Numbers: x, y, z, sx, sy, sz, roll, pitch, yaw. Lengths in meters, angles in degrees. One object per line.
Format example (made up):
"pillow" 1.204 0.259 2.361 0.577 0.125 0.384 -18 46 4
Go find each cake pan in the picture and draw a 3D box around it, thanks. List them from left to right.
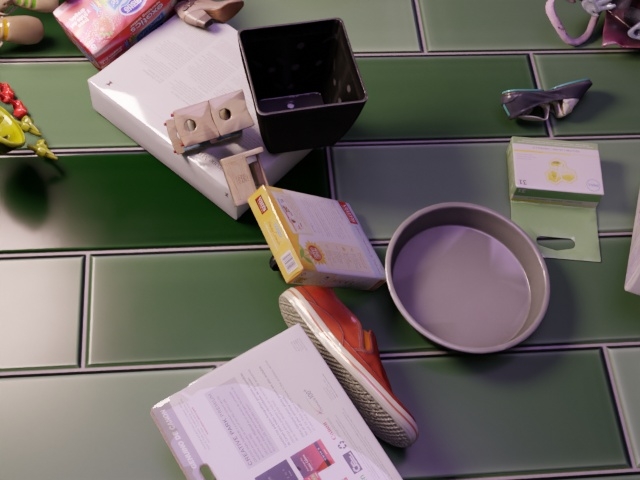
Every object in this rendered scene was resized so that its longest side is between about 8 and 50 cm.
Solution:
"cake pan" 0.251 0.070 1.675 0.293 0.054 0.293 4 60 -8

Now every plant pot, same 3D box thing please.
"plant pot" -0.040 -0.256 1.681 0.188 0.167 0.188 -9 62 -11

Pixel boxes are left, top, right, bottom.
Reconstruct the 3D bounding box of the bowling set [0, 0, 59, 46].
"bowling set" -0.565 -0.503 1.775 0.154 0.200 0.287 -5 100 -35

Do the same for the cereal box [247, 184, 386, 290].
"cereal box" 0.000 0.000 1.628 0.240 0.047 0.173 10 46 -51

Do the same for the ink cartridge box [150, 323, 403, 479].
"ink cartridge box" -0.069 0.331 1.462 0.272 0.130 0.309 -27 65 -17

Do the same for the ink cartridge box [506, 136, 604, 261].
"ink cartridge box" 0.439 -0.080 1.791 0.171 0.056 0.235 5 57 -3

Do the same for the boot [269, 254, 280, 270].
"boot" -0.062 -0.008 1.711 0.121 0.045 0.099 -27 67 -26

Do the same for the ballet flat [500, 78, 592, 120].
"ballet flat" 0.451 -0.273 1.902 0.203 0.074 0.074 -11 61 -18

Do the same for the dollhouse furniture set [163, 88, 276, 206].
"dollhouse furniture set" -0.175 -0.145 1.652 0.129 0.129 0.183 -19 94 -14

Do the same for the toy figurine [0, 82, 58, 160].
"toy figurine" -0.677 -0.213 1.757 0.217 0.191 0.362 -42 66 6

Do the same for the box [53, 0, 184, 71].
"box" -0.369 -0.456 1.854 0.257 0.128 0.122 -43 83 -8

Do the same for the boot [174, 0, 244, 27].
"boot" -0.219 -0.454 1.855 0.118 0.042 0.087 -35 60 -30

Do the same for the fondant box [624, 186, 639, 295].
"fondant box" 0.685 -0.007 1.699 0.238 0.096 0.330 20 44 7

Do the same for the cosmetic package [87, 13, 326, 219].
"cosmetic package" -0.202 -0.254 1.814 0.377 0.097 0.284 38 62 16

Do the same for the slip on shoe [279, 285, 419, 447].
"slip on shoe" 0.059 0.192 1.567 0.101 0.123 0.331 -27 60 -23

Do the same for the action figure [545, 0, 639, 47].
"action figure" 0.678 -0.536 2.043 0.276 0.248 0.370 -13 34 37
